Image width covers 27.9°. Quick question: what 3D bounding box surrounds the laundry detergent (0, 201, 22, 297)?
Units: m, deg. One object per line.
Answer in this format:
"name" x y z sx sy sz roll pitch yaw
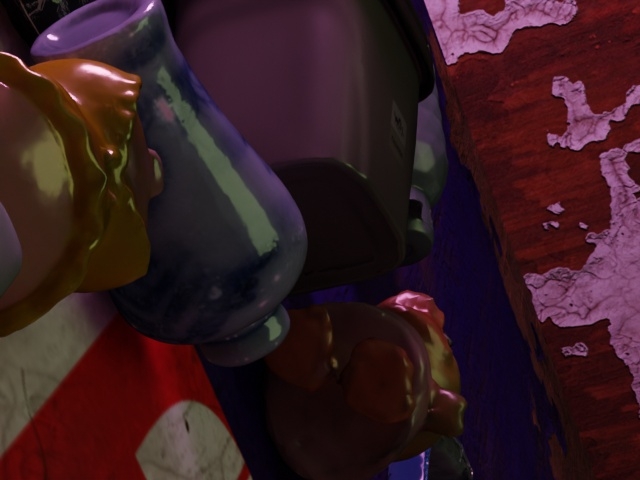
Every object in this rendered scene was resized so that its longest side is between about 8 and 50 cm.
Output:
"laundry detergent" -0.236 -0.055 0.431 0.215 0.105 0.280 -50 122 -45

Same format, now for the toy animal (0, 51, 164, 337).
"toy animal" -0.161 -0.026 0.674 0.230 0.156 0.156 -32 104 -85

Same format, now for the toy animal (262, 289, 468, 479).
"toy animal" 0.047 0.132 1.159 0.169 0.195 0.281 -69 163 10

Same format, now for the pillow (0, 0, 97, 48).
"pillow" -0.197 -0.207 0.867 0.141 0.055 0.208 -79 150 -57

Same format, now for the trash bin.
"trash bin" -0.024 -0.103 1.092 0.220 0.219 0.250 53 32 -46

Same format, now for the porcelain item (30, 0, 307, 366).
"porcelain item" -0.096 -0.033 0.859 0.141 0.141 0.259 -79 151 -59

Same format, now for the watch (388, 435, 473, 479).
"watch" 0.107 0.308 1.356 0.276 0.068 0.274 48 33 -56

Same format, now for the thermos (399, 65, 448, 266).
"thermos" 0.075 -0.093 1.545 0.182 0.145 0.286 108 -18 -54
